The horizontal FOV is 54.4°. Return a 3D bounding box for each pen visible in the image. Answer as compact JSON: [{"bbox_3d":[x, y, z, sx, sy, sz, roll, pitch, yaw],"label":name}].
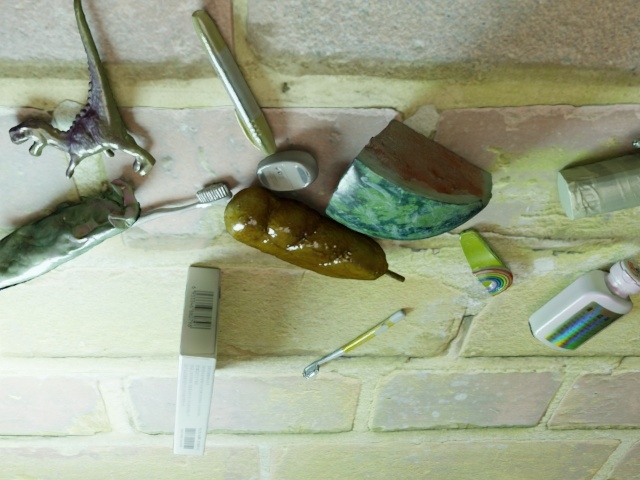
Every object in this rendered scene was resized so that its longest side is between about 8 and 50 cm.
[{"bbox_3d":[-0.118,-0.209,0.854,0.040,0.032,0.233,2,139,30],"label":"pen"}]

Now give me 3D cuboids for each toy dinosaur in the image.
[{"bbox_3d":[-0.311,-0.171,0.857,0.200,0.072,0.251,37,134,-20],"label":"toy dinosaur"}]

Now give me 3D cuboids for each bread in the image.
[{"bbox_3d":[0.000,0.002,1.031,0.344,0.084,0.124,22,159,-24],"label":"bread"}]

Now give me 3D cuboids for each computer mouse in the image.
[{"bbox_3d":[-0.049,-0.110,0.948,0.096,0.039,0.066,-5,136,21],"label":"computer mouse"}]

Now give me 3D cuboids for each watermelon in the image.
[{"bbox_3d":[0.133,-0.076,0.917,0.260,0.256,0.176,24,85,-15],"label":"watermelon"}]

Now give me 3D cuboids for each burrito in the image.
[{"bbox_3d":[-0.419,-0.005,1.003,0.309,0.096,0.066,-24,150,17],"label":"burrito"}]

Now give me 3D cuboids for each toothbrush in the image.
[{"bbox_3d":[0.065,0.219,1.291,0.021,0.024,0.288,35,124,-29],"label":"toothbrush"},{"bbox_3d":[-0.287,-0.040,1.017,0.307,0.025,0.029,-16,125,12],"label":"toothbrush"}]

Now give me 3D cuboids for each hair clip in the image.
[{"bbox_3d":[0.301,0.044,1.121,0.060,0.033,0.188,-26,131,21],"label":"hair clip"}]

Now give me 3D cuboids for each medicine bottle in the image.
[{"bbox_3d":[0.510,0.122,1.176,0.115,0.078,0.219,22,130,-20],"label":"medicine bottle"}]

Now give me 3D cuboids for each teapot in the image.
[{"bbox_3d":[0.474,-0.106,0.954,0.200,0.077,0.107,-13,115,10],"label":"teapot"}]

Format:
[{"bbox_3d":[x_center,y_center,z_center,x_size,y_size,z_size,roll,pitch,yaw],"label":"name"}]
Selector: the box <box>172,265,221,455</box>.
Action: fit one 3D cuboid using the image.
[{"bbox_3d":[-0.233,0.235,1.172,0.065,0.200,0.343,5,134,-11],"label":"box"}]
